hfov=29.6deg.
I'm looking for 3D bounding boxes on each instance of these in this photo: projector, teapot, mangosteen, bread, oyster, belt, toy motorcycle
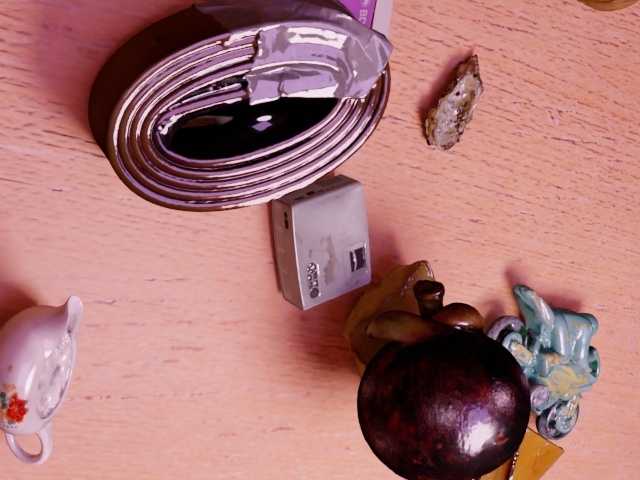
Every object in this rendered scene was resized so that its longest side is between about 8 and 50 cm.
[{"bbox_3d":[0.000,0.000,1.558,0.115,0.061,0.147,-20,118,-28],"label":"projector"},{"bbox_3d":[-0.323,0.151,1.345,0.145,0.092,0.226,-51,155,-60],"label":"teapot"},{"bbox_3d":[0.153,0.180,1.545,0.228,0.228,0.265,-4,82,-36],"label":"mangosteen"},{"bbox_3d":[0.108,0.142,1.682,0.161,0.088,0.233,-35,128,-15],"label":"bread"},{"bbox_3d":[0.183,-0.184,1.644,0.132,0.029,0.086,-46,134,-18],"label":"oyster"},{"bbox_3d":[-0.086,-0.162,1.355,0.338,0.122,0.217,-19,119,-13],"label":"belt"},{"bbox_3d":[0.355,0.180,1.865,0.198,0.109,0.296,-55,131,-9],"label":"toy motorcycle"},{"bbox_3d":[0.257,0.315,1.828,0.169,0.140,0.160,-45,134,-13],"label":"bread"}]

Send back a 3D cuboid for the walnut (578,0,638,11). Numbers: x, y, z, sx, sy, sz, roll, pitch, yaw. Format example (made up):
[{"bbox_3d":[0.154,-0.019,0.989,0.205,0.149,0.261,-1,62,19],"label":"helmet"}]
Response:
[{"bbox_3d":[0.404,-0.410,1.637,0.167,0.167,0.207,29,91,-40],"label":"walnut"}]

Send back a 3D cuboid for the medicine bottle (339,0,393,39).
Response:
[{"bbox_3d":[0.002,-0.232,1.477,0.171,0.052,0.201,-5,112,-35],"label":"medicine bottle"}]
